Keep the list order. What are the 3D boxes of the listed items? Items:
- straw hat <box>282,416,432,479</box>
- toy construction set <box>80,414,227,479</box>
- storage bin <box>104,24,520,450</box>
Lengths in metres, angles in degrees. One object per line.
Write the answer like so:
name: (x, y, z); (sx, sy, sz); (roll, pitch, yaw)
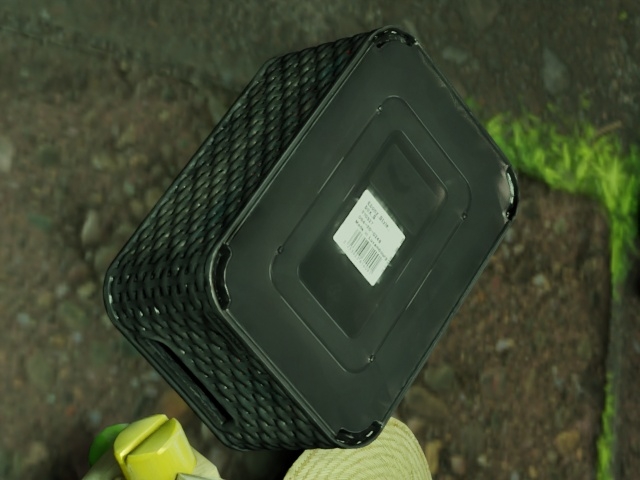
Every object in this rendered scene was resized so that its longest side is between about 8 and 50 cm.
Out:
straw hat: (0.037, 0.153, 0.915); (0.144, 0.061, 0.144); (-9, 102, -51)
toy construction set: (-0.141, 0.098, 0.731); (0.328, 0.151, 0.215); (43, 83, -19)
storage bin: (0.000, 0.000, 0.909); (0.122, 0.084, 0.180); (51, 55, -24)
